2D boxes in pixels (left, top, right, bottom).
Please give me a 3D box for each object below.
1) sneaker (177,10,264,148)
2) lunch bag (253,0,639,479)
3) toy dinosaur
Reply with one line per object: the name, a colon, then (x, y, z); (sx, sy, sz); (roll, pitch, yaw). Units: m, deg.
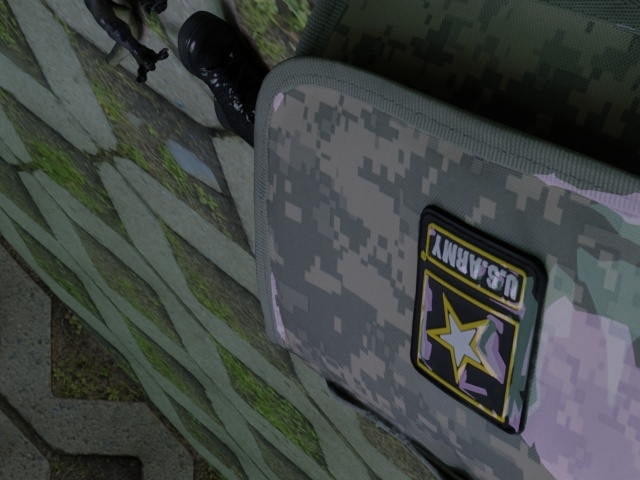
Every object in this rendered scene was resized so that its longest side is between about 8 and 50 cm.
sneaker: (-0.053, -0.115, 1.014); (0.089, 0.051, 0.170); (33, 162, 31)
lunch bag: (0.112, -0.033, 0.424); (0.235, 0.287, 0.169); (29, -177, 41)
toy dinosaur: (-0.176, -0.209, 1.064); (0.118, 0.064, 0.268); (44, 165, 25)
